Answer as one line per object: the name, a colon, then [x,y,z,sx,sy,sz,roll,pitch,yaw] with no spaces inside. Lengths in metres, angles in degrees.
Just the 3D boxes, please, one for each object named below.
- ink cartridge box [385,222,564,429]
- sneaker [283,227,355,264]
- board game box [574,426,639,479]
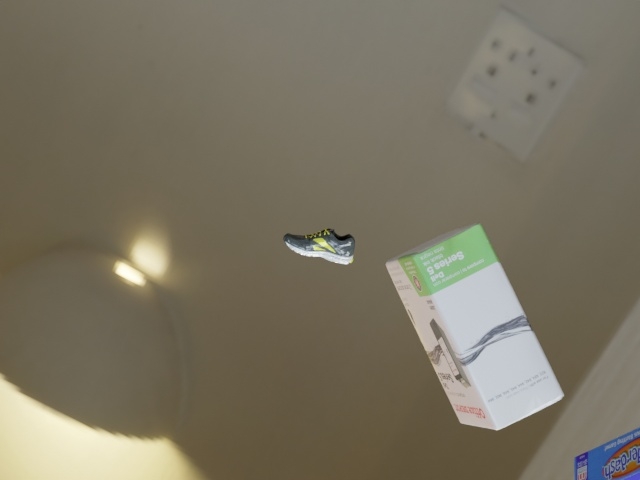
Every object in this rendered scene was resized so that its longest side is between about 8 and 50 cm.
ink cartridge box: [0.216,0.125,2.045,0.272,0.115,0.198,65,170,0]
sneaker: [0.000,0.000,1.608,0.083,0.035,0.031,13,-161,-10]
board game box: [0.361,0.220,1.285,0.210,0.160,0.047,20,-125,-23]
